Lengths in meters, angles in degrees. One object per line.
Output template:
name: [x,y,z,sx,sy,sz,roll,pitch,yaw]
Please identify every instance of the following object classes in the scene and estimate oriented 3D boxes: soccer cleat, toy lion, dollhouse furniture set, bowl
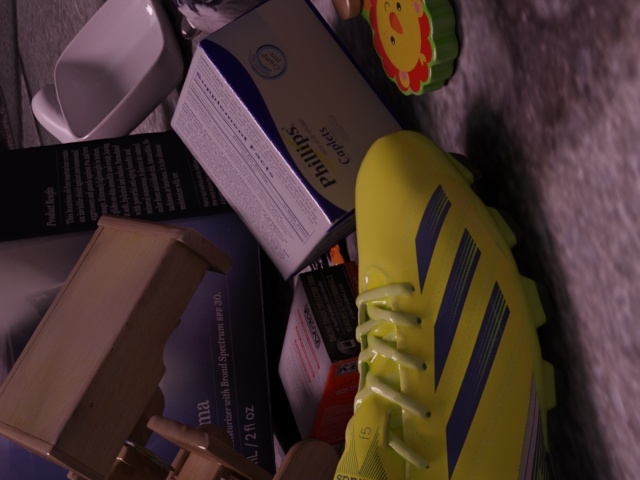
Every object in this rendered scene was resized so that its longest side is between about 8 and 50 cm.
soccer cleat: [0.051,0.089,0.667,0.093,0.121,0.289,143,115,-73]
toy lion: [0.041,-0.128,0.720,0.096,0.034,0.100,55,153,40]
dollhouse furniture set: [-0.074,0.116,0.951,0.242,0.161,0.212,40,162,-35]
bowl: [-0.188,-0.165,1.356,0.142,0.053,0.142,-44,45,19]

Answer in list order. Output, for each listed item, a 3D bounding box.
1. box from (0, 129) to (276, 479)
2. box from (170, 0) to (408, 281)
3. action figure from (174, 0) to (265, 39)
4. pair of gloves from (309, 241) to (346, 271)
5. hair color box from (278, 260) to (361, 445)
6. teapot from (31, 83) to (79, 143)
box: [-0.198,0.083,1.181,0.182,0.294,0.296,-111,15,-60]
box: [-0.018,-0.059,0.826,0.126,0.072,0.137,53,161,4]
action figure: [-0.079,-0.261,0.788,0.341,0.179,0.330,-80,-16,-59]
pair of gloves: [0.000,0.000,0.989,0.083,0.010,0.074,127,129,-71]
hair color box: [0.006,0.082,0.965,0.141,0.043,0.072,103,151,-58]
teapot: [-0.242,0.012,1.391,0.256,0.187,0.252,-112,38,-64]
